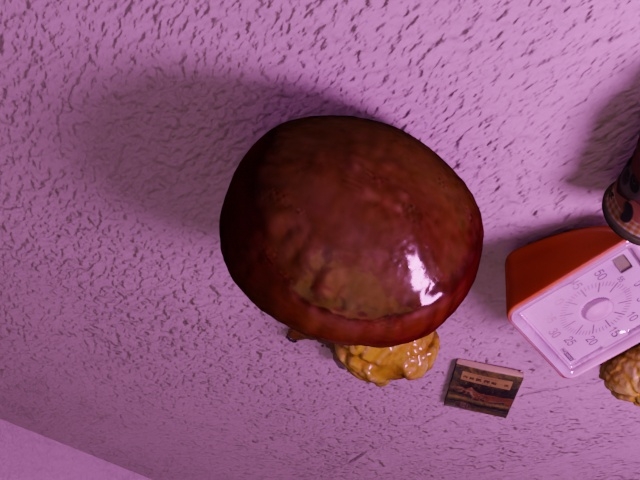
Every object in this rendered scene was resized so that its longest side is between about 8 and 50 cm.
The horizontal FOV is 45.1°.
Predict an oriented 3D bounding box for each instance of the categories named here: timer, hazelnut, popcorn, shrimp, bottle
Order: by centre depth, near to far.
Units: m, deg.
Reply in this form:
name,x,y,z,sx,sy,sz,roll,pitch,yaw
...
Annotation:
name,x,y,z,sx,sy,sz,roll,pitch,yaw
bottle,0.513,-0.115,1.107,0.156,0.143,0.271,46,155,23
hazelnut,0.044,-0.003,1.219,0.421,0.352,0.421,-1,160,0
timer,0.490,0.096,1.380,0.250,0.161,0.257,-25,130,30
popcorn,0.626,0.257,1.474,0.173,0.142,0.173,-8,165,-2
popcorn,0.132,0.207,1.644,0.203,0.226,0.200,21,131,67
shrimp,0.003,0.255,1.832,0.166,0.049,0.161,1,140,18

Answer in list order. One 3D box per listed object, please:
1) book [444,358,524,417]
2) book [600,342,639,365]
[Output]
name,x,y,z,sx,sy,sz,roll,pitch,yaw
book,0.393,0.362,1.872,0.160,0.024,0.228,11,145,7
book,0.731,0.253,1.580,0.300,0.039,0.428,-14,137,43
